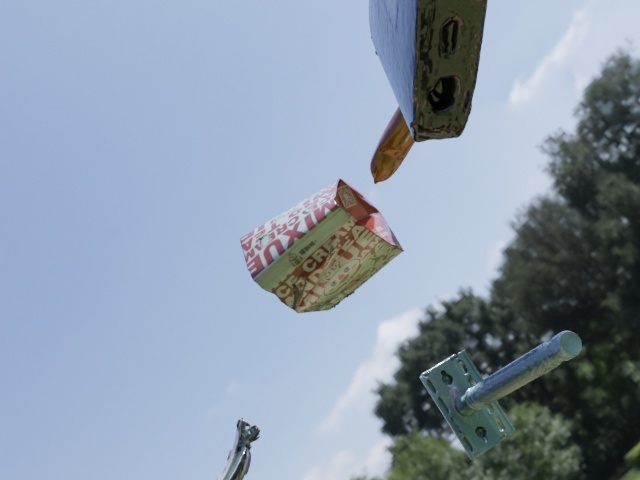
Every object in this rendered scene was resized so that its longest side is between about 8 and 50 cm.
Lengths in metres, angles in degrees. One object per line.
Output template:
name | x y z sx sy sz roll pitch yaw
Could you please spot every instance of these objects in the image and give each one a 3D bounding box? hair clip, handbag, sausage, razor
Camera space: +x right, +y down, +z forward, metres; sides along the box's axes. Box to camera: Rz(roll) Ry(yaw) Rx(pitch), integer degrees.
hair clip | -0.157 0.386 1.733 0.172 0.049 0.116 -63 9 -26
handbag | 0.000 0.000 1.474 0.171 0.151 0.298 -39 -11 7
sausage | 0.129 -0.171 1.616 0.062 0.054 0.183 13 -65 -39
razor | 0.190 0.138 1.014 0.068 0.106 0.232 -27 -11 -28

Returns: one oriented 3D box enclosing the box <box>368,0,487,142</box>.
box | 0.118 -0.334 1.219 0.091 0.350 0.359 -3 -55 -7
